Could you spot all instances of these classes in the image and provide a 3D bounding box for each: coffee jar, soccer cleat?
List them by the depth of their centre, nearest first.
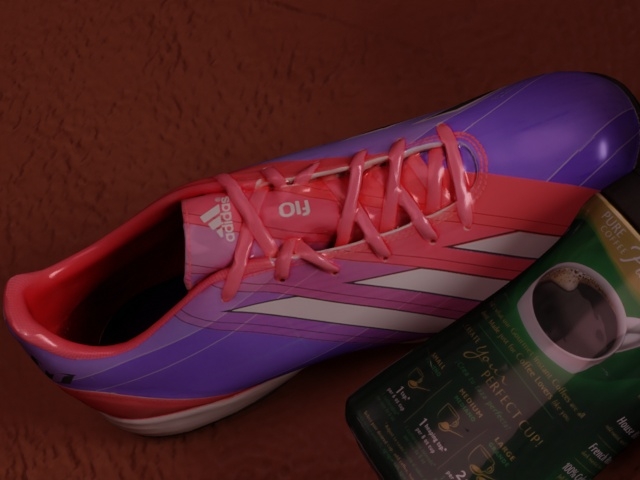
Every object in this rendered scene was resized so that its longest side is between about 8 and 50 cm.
[{"bbox_3d":[0.107,0.053,0.602,0.184,0.079,0.096,-40,57,8],"label":"coffee jar"},{"bbox_3d":[0.000,0.000,0.665,0.318,0.116,0.108,-25,57,17],"label":"soccer cleat"}]
